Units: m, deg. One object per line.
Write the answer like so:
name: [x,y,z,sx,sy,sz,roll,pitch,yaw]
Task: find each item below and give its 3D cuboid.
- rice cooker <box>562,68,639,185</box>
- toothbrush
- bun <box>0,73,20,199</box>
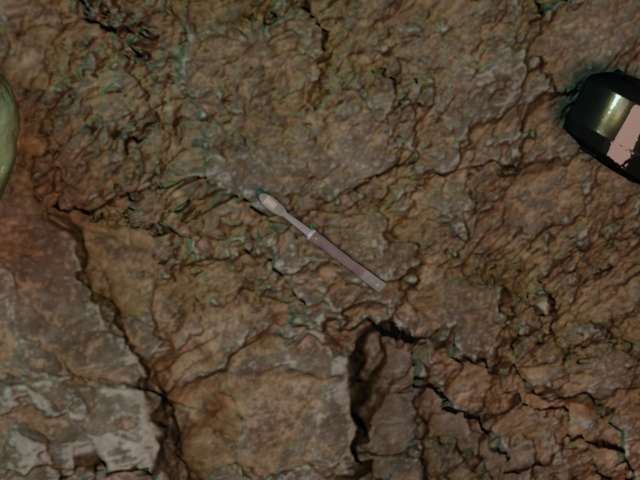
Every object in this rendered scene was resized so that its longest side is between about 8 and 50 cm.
rice cooker: [0.333,-0.113,2.059,0.165,0.112,0.106,13,104,-28]
toothbrush: [0.001,0.001,2.039,0.194,0.017,0.014,37,97,-33]
bun: [-0.375,-0.103,1.768,0.212,0.126,0.204,-15,121,-6]
